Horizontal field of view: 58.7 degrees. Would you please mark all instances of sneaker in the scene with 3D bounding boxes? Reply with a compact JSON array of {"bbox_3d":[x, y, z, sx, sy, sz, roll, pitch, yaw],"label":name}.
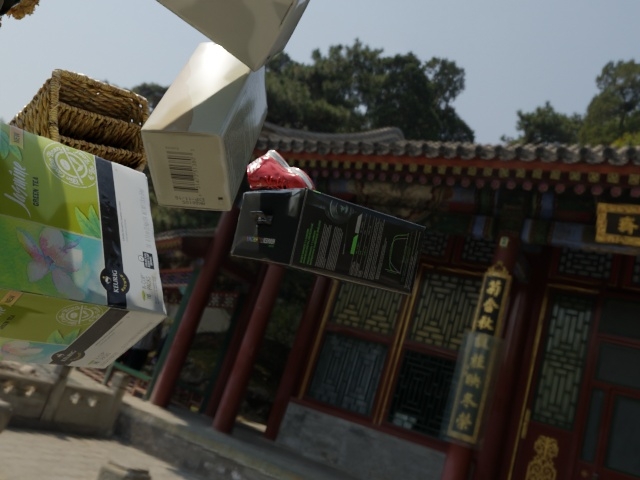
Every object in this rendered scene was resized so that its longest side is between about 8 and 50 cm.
[{"bbox_3d":[-0.120,-0.153,1.566,0.221,0.128,0.087,39,-29,35],"label":"sneaker"}]

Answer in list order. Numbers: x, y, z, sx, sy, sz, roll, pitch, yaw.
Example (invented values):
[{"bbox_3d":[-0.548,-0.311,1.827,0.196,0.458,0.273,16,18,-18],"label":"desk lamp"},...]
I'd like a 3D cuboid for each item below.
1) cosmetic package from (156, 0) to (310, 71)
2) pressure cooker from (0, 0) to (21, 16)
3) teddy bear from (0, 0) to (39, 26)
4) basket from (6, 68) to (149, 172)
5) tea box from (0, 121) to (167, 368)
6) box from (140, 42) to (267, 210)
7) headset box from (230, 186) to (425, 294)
[{"bbox_3d":[-0.184,-0.469,0.866,0.385,0.156,0.217,35,-54,-8],"label":"cosmetic package"},{"bbox_3d":[-0.606,-0.444,0.750,0.370,0.420,0.375,41,-40,4],"label":"pressure cooker"},{"bbox_3d":[-0.614,-0.526,1.085,0.113,0.338,0.245,30,-2,18],"label":"teddy bear"},{"bbox_3d":[-0.561,-0.246,1.405,0.223,0.214,0.299,-36,-19,21],"label":"basket"},{"bbox_3d":[-0.479,0.017,0.988,0.220,0.329,0.323,-38,-35,29],"label":"tea box"},{"bbox_3d":[-0.178,-0.202,0.953,0.121,0.311,0.148,4,-49,5],"label":"box"},{"bbox_3d":[0.000,0.000,1.050,0.283,0.131,0.246,15,-5,-31],"label":"headset box"}]
